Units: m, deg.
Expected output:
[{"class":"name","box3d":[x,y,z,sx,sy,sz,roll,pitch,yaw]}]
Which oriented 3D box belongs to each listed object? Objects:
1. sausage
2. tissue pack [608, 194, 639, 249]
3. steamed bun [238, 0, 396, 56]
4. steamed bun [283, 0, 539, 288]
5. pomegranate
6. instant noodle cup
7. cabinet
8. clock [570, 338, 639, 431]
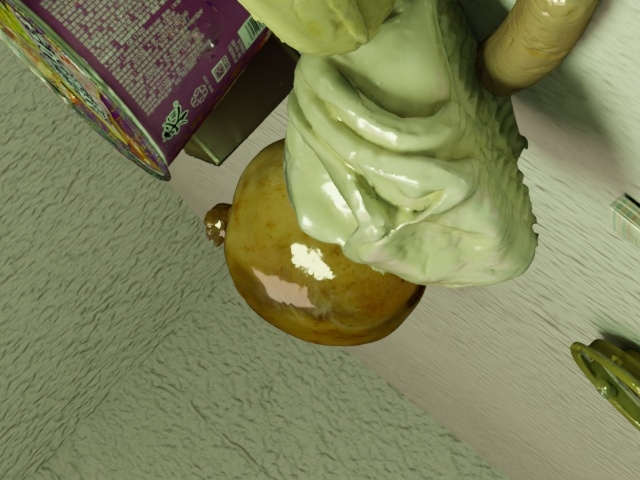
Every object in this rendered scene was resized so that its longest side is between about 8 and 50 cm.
[{"class":"sausage","box3d":[0.173,-0.170,1.493,0.066,0.066,0.301,44,174,3]},{"class":"tissue pack","box3d":[0.319,0.003,1.773,0.108,0.023,0.056,41,171,19]},{"class":"steamed bun","box3d":[-0.030,-0.288,1.526,0.232,0.166,0.273,38,-164,-46]},{"class":"steamed bun","box3d":[0.057,-0.088,1.678,0.280,0.207,0.268,45,-149,-56]},{"class":"pomegranate","box3d":[0.014,0.004,2.435,0.307,0.307,0.307,43,172,8]},{"class":"instant noodle cup","box3d":[-0.197,-0.272,2.040,0.340,0.266,0.340,42,172,8]},{"class":"cabinet","box3d":[-0.161,-0.236,2.356,0.215,0.175,0.148,46,171,-21]},{"class":"clock","box3d":[0.396,0.190,2.228,0.237,0.057,0.237,44,174,6]}]
